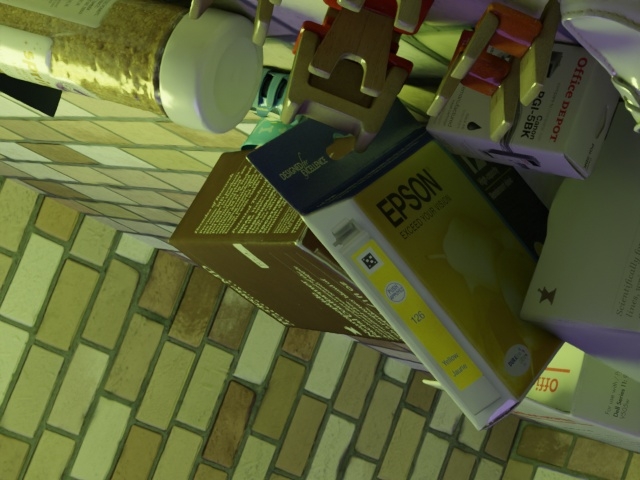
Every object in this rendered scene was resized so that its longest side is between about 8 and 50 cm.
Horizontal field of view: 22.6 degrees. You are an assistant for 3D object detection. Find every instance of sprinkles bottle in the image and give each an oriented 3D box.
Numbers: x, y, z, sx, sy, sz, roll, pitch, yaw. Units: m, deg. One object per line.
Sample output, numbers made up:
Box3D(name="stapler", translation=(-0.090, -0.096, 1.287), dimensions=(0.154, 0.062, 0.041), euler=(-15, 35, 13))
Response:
Box3D(name="sprinkles bottle", translation=(-0.235, -0.205, 1.645), dimensions=(0.355, 0.121, 0.121), euler=(17, 170, 27))

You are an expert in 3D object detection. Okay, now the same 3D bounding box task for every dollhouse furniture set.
Box3D(name="dollhouse furniture set", translation=(0.041, -0.184, 1.267), dimensions=(0.262, 0.135, 0.259), euler=(21, 159, -4))

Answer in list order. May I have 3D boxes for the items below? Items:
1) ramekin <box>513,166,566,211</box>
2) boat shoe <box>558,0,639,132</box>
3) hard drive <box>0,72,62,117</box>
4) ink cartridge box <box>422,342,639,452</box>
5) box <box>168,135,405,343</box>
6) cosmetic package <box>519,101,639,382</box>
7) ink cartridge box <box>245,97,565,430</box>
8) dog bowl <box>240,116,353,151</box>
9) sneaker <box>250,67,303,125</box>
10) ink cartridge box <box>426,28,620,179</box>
Box3D(name="ramekin", translation=(0.283, 0.007, 1.709), dimensions=(0.273, 0.127, 0.273), euler=(21, 171, 4))
Box3D(name="boat shoe", translation=(0.274, -0.104, 1.183), dimensions=(0.277, 0.096, 0.098), euler=(27, 170, -30))
Box3D(name="hard drive", translation=(-0.413, -0.243, 1.834), dimensions=(0.254, 0.054, 0.172), euler=(29, -166, -49))
Box3D(name="ink cartridge box", translation=(0.310, 0.150, 1.691), dimensions=(0.353, 0.119, 0.207), euler=(19, 172, -21))
Box3D(name="box", translation=(0.000, 0.000, 1.719), dimensions=(0.191, 0.143, 0.381), euler=(37, 167, -19))
Box3D(name="cosmetic package", translation=(0.376, 0.044, 1.462), dimensions=(0.385, 0.217, 0.156), euler=(27, 168, -41))
Box3D(name="ink cartridge box", translation=(0.113, -0.015, 1.463), dimensions=(0.307, 0.072, 0.303), euler=(52, -149, 0))
Box3D(name="dog bowl", translation=(0.012, -0.092, 1.904), dimensions=(0.166, 0.074, 0.297), euler=(18, 170, 16))
Box3D(name="sneaker", translation=(-0.050, -0.157, 1.728), dimensions=(0.059, 0.053, 0.144), euler=(27, 168, -22))
Box3D(name="ink cartridge box", translation=(0.171, -0.115, 1.341), dimensions=(0.135, 0.099, 0.056), euler=(13, 167, 35))
